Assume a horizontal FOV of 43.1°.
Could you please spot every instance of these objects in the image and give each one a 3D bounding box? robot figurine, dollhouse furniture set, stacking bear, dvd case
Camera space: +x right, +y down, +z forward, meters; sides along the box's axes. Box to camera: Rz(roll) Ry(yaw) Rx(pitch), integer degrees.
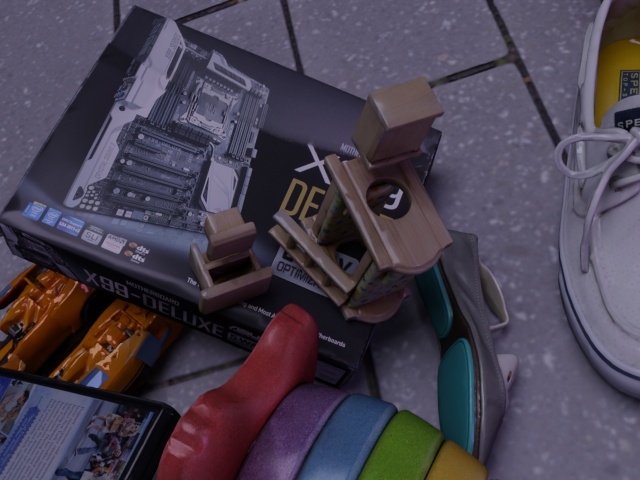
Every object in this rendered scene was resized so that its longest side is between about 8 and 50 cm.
[{"bbox_3d":[-0.261,0.121,0.733,0.211,0.085,0.291,31,72,32],"label":"robot figurine"},{"bbox_3d":[0.000,0.000,0.556,0.161,0.182,0.101,-20,71,-19],"label":"dollhouse furniture set"},{"bbox_3d":[0.060,0.192,0.526,0.289,0.164,0.175,23,35,16],"label":"stacking bear"},{"bbox_3d":[-0.219,0.180,0.562,0.253,0.022,0.180,0,54,42],"label":"dvd case"}]

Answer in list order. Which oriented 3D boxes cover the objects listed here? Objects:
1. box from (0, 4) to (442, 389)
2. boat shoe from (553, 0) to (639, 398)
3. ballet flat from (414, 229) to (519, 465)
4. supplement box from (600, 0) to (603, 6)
[{"bbox_3d":[-0.075,-0.042,0.706,0.307,0.076,0.242,23,64,1],"label":"box"},{"bbox_3d":[0.256,-0.068,0.634,0.136,0.156,0.367,1,58,20],"label":"boat shoe"},{"bbox_3d":[0.123,0.081,0.641,0.068,0.072,0.213,3,56,-15],"label":"ballet flat"},{"bbox_3d":[0.362,-0.310,0.738,0.194,0.191,0.129,5,59,21],"label":"supplement box"}]
